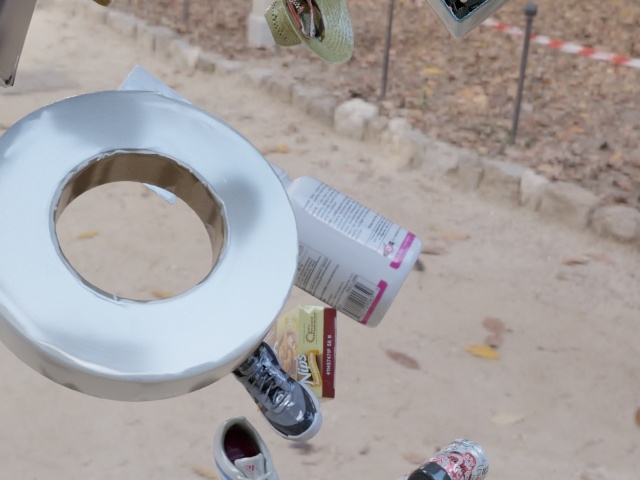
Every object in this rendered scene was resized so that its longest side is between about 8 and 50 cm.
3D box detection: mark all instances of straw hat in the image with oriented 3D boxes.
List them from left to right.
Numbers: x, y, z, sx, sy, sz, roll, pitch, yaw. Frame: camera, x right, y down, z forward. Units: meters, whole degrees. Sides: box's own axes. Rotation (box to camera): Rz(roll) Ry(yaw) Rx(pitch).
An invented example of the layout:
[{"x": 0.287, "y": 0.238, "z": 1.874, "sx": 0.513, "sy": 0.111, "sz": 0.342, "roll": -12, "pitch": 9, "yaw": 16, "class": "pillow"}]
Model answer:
[{"x": -0.028, "y": -0.245, "z": 1.051, "sx": 0.061, "sy": 0.145, "sz": 0.144, "roll": -22, "pitch": 7, "yaw": 31, "class": "straw hat"}]

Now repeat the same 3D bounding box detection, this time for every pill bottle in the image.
[{"x": 0.000, "y": 0.000, "z": 1.464, "sx": 0.283, "sy": 0.160, "sz": 0.160, "roll": 30, "pitch": 25, "yaw": 4, "class": "pill bottle"}]

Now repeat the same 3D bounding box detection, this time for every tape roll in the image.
[{"x": -0.217, "y": -0.005, "z": 1.132, "sx": 0.391, "sy": 0.072, "sz": 0.392, "roll": 8, "pitch": 60, "yaw": -15, "class": "tape roll"}]

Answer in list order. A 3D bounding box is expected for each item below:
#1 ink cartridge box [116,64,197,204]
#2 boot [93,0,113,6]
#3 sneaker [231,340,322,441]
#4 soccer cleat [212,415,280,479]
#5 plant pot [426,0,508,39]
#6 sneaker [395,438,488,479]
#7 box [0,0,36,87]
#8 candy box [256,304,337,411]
[{"x": -0.305, "y": -0.183, "z": 1.705, "sx": 0.189, "sy": 0.066, "sz": 0.232, "roll": 36, "pitch": 50, "yaw": -16, "class": "ink cartridge box"}, {"x": -0.222, "y": -0.419, "z": 1.110, "sx": 0.095, "sy": 0.203, "sz": 0.262, "roll": 29, "pitch": 32, "yaw": -38, "class": "boot"}, {"x": -0.108, "y": 0.252, "z": 1.731, "sx": 0.101, "sy": 0.153, "sz": 0.268, "roll": -45, "pitch": 45, "yaw": -1, "class": "sneaker"}, {"x": -0.123, "y": 0.489, "z": 1.824, "sx": 0.116, "sy": 0.143, "sz": 0.331, "roll": -19, "pitch": 65, "yaw": -21, "class": "soccer cleat"}, {"x": 0.237, "y": -0.430, "z": 1.539, "sx": 0.165, "sy": 0.165, "sz": 0.234, "roll": -37, "pitch": -7, "yaw": 3, "class": "plant pot"}, {"x": 0.175, "y": 0.418, "z": 1.590, "sx": 0.145, "sy": 0.270, "sz": 0.090, "roll": -21, "pitch": 70, "yaw": -37, "class": "sneaker"}, {"x": -0.533, "y": -0.340, "z": 1.079, "sx": 0.395, "sy": 0.212, "sz": 0.293, "roll": 16, "pitch": -1, "yaw": -13, "class": "box"}, {"x": -0.054, "y": 0.252, "z": 1.977, "sx": 0.087, "sy": 0.183, "sz": 0.316, "roll": 7, "pitch": -17, "yaw": -15, "class": "candy box"}]
